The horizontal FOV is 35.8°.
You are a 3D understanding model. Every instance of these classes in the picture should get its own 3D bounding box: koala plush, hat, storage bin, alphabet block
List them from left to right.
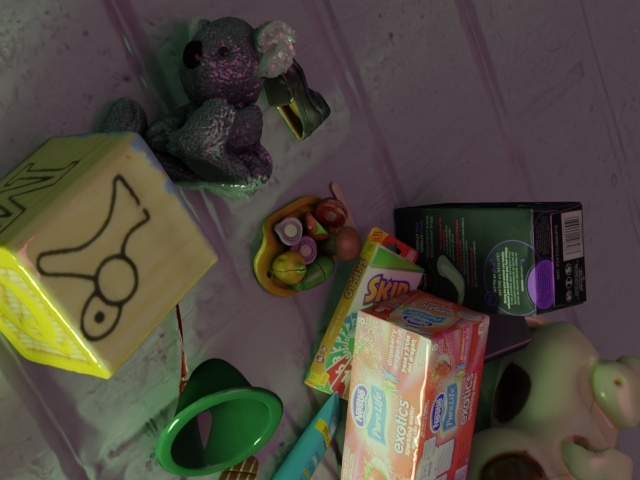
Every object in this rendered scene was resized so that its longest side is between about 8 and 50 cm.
[{"bbox_3d":[-0.269,0.012,1.105,0.197,0.193,0.192,-49,122,-31],"label":"alphabet block"},{"bbox_3d":[-0.158,0.183,1.339,0.173,0.183,0.208,7,128,-38],"label":"hat"},{"bbox_3d":[-0.131,-0.181,1.250,0.203,0.196,0.221,28,71,-53],"label":"koala plush"},{"bbox_3d":[0.288,0.156,1.687,0.135,0.098,0.091,-18,72,-12],"label":"storage bin"}]

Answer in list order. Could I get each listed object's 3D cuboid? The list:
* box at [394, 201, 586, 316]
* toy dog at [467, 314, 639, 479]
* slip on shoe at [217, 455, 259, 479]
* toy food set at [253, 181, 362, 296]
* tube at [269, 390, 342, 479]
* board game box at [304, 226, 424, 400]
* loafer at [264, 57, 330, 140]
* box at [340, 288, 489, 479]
[{"bbox_3d":[0.265,0.023,1.572,0.143,0.270,0.165,-8,97,-44],"label":"box"},{"bbox_3d":[0.381,0.346,1.700,0.408,0.284,0.395,-43,105,-34],"label":"toy dog"},{"bbox_3d":[-0.125,0.359,1.368,0.041,0.051,0.135,96,15,-58],"label":"slip on shoe"},{"bbox_3d":[0.000,0.000,1.452,0.218,0.071,0.128,-34,115,-38],"label":"toy food set"},{"bbox_3d":[-0.025,0.320,1.458,0.207,0.052,0.080,-54,157,-31],"label":"tube"},{"bbox_3d":[0.074,0.118,1.523,0.124,0.039,0.259,28,81,-43],"label":"board game box"},{"bbox_3d":[-0.051,-0.212,1.403,0.170,0.062,0.061,45,66,-34],"label":"loafer"},{"bbox_3d":[0.139,0.245,1.500,0.154,0.142,0.300,-15,117,-45],"label":"box"}]
